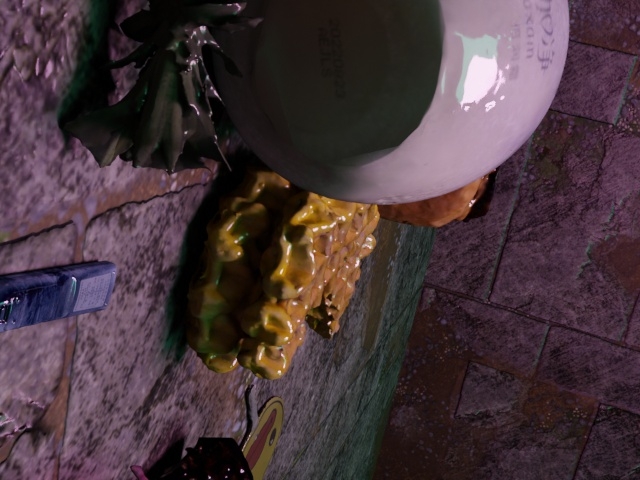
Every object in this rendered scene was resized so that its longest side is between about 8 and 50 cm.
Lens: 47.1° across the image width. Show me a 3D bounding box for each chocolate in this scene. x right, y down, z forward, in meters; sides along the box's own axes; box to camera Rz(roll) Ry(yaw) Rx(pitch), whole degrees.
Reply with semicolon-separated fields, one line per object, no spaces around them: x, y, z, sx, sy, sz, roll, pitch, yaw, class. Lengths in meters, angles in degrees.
-0.165;0.312;0.855;0.133;0.156;0.156;8;99;-47;chocolate

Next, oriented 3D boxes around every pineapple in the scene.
-0.105;-0.181;0.534;0.119;0.130;0.277;-133;-126;-74;pineapple

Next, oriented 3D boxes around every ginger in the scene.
0.103;-0.130;1.055;0.269;0.223;0.200;-134;-138;-63;ginger

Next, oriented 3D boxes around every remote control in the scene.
-0.207;0.044;0.564;0.152;0.027;0.043;-14;116;-74;remote control

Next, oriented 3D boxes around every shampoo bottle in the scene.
0.066;-0.194;0.714;0.317;0.322;0.322;-29;135;-50;shampoo bottle

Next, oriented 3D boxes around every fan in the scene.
-0.112;0.349;1.244;0.335;0.011;0.229;91;22;-45;fan

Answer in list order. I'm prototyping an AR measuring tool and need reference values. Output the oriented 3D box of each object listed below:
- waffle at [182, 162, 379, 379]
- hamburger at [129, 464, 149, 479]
-0.037;0.028;0.903;0.324;0.151;0.261;-25;133;-73;waffle
-0.200;0.328;0.666;0.243;0.139;0.262;-69;160;-7;hamburger
